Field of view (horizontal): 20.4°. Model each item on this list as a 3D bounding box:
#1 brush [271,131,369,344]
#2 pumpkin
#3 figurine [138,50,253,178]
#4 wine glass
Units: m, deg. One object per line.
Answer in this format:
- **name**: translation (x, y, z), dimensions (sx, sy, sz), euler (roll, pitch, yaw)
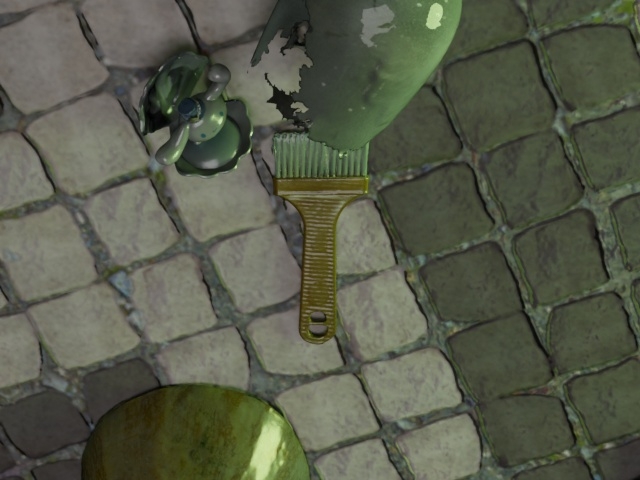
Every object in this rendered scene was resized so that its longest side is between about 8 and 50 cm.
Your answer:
- **brush**: translation (0.000, 0.000, 1.527), dimensions (0.082, 0.010, 0.218), euler (0, 123, 0)
- **pumpkin**: translation (-0.120, 0.249, 1.634), dimensions (0.217, 0.110, 0.217), euler (2, 127, 3)
- **figurine**: translation (-0.104, -0.099, 1.423), dimensions (0.082, 0.094, 0.086), euler (30, 160, 24)
- **wine glass**: translation (0.069, -0.215, 1.317), dimensions (0.143, 0.143, 0.321), euler (26, 119, -14)
